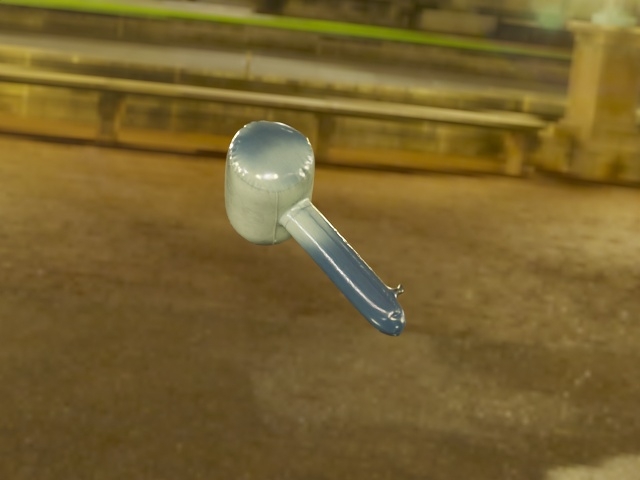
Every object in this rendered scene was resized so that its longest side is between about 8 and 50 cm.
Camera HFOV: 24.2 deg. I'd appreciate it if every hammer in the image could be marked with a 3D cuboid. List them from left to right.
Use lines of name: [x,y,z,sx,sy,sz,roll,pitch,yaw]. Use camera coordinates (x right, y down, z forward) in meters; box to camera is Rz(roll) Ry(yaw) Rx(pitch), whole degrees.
hammer: [0.000,0.000,1.146,0.069,0.116,0.194,-36,71,-20]
